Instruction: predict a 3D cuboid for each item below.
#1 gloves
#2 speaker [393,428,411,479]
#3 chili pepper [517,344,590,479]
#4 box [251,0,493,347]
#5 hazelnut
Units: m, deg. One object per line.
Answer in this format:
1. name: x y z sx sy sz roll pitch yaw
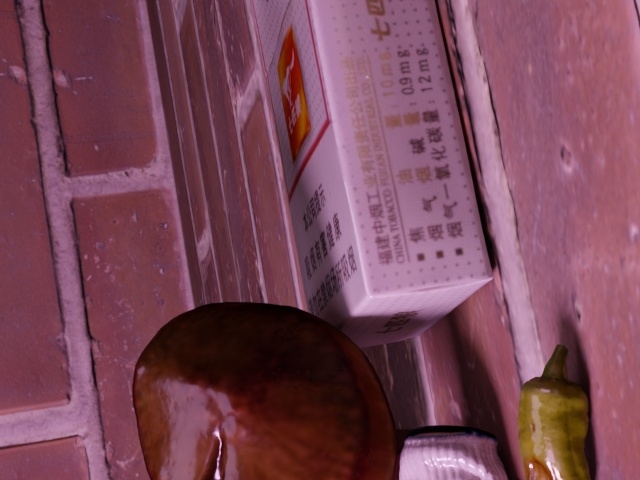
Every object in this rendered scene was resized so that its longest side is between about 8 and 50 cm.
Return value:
1. gloves: 0.086 0.237 0.859 0.119 0.097 0.229 -13 81 41
2. speaker: -0.010 0.342 1.082 0.198 0.259 0.329 -14 -86 -72
3. chili pepper: 0.134 0.162 0.738 0.049 0.043 0.208 35 134 57
4. box: 0.025 -0.100 0.955 0.210 0.095 0.330 124 138 -72
5. hazelnut: -0.036 0.129 0.907 0.204 0.178 0.178 33 142 26
